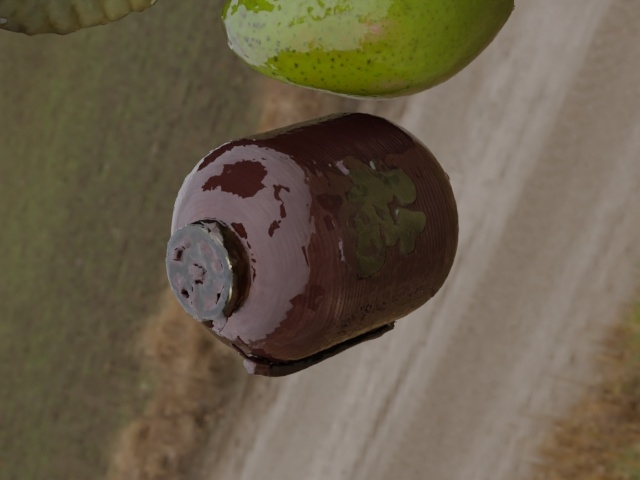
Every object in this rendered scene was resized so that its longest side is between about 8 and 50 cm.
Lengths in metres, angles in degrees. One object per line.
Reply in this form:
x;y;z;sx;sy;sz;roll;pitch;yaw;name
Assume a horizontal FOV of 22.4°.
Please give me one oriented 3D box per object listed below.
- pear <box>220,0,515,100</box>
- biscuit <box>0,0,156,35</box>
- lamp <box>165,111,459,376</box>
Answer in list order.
0.030;-0.189;1.225;0.187;0.220;0.187;162;90;-83;pear
-0.194;-0.261;1.400;0.274;0.187;0.036;-31;52;12;biscuit
0.000;0.000;1.203;0.180;0.258;0.180;15;113;41;lamp
